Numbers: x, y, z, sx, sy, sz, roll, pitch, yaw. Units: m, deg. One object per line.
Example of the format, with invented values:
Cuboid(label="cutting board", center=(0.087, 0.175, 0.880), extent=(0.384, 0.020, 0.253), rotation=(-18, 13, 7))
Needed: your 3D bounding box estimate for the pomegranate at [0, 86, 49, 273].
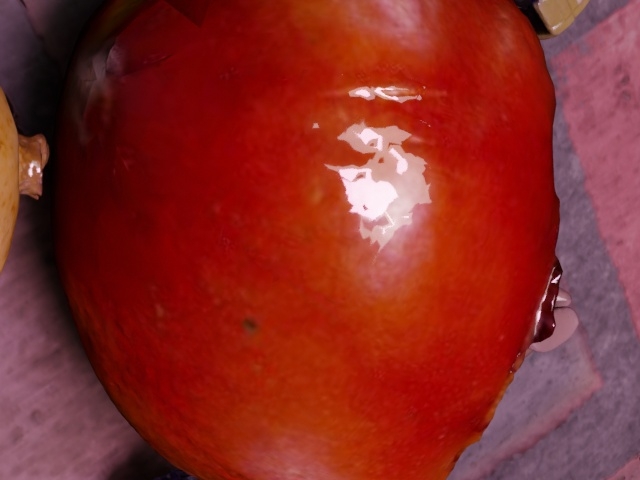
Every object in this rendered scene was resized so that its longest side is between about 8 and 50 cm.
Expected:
Cuboid(label="pomegranate", center=(-0.218, -0.028, 0.648), extent=(0.196, 0.196, 0.196), rotation=(-8, 105, -32))

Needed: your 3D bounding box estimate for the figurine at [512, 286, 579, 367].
Cuboid(label="figurine", center=(0.090, 0.031, 0.890), extent=(0.125, 0.138, 0.125), rotation=(-5, 98, -34))

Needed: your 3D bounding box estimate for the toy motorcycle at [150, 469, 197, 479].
Cuboid(label="toy motorcycle", center=(-0.073, 0.223, 0.852), extent=(0.122, 0.080, 0.215), rotation=(-30, 133, 3))

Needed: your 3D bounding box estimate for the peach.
Cuboid(label="peach", center=(0.000, 0.000, 0.747), extent=(0.281, 0.281, 0.338), rotation=(-28, 112, -25))

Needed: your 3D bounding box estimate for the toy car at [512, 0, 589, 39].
Cuboid(label="toy car", center=(0.089, -0.248, 0.848), extent=(0.124, 0.101, 0.256), rotation=(-48, 123, -20))
